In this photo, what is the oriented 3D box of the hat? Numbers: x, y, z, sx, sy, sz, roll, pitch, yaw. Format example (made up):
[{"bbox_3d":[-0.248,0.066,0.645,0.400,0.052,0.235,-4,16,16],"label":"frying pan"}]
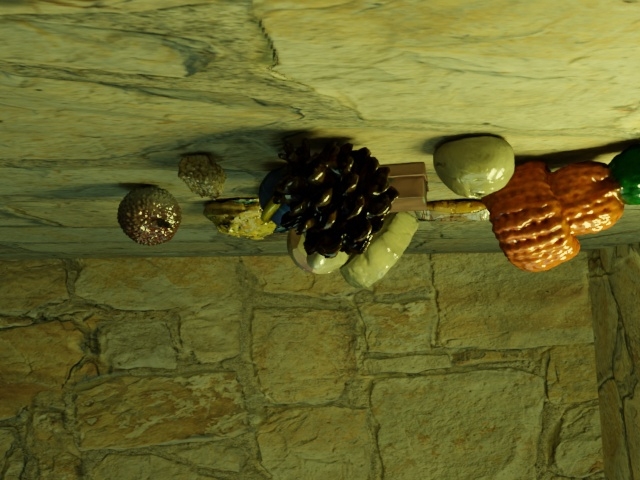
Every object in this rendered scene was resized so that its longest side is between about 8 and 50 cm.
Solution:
[{"bbox_3d":[0.586,-0.115,1.395,0.400,0.285,0.285,-35,159,23],"label":"hat"}]

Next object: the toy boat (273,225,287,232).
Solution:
[{"bbox_3d":[-0.134,-0.058,2.145,0.210,0.070,0.291,-1,179,42],"label":"toy boat"}]

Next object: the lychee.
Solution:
[{"bbox_3d":[-0.449,-0.064,1.587,0.165,0.165,0.197,3,-162,-35],"label":"lychee"}]

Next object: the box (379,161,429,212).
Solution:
[{"bbox_3d":[0.165,-0.126,1.523,0.215,0.086,0.215,-2,172,12],"label":"box"}]

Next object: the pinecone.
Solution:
[{"bbox_3d":[0.017,-0.086,1.225,0.257,0.244,0.243,17,169,-11],"label":"pinecone"}]

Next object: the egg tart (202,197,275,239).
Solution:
[{"bbox_3d":[-0.229,-0.062,1.897,0.290,0.107,0.291,-1,174,0],"label":"egg tart"}]

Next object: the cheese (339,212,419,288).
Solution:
[{"bbox_3d":[0.200,0.024,1.998,0.115,0.318,0.326,44,176,-4],"label":"cheese"}]

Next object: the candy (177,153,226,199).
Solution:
[{"bbox_3d":[-0.258,-0.143,1.322,0.095,0.085,0.110,3,165,18],"label":"candy"}]

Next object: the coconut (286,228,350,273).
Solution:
[{"bbox_3d":[0.002,0.001,1.961,0.227,0.227,0.230,0,176,-12],"label":"coconut"}]

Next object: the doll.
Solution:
[{"bbox_3d":[-0.016,-0.091,1.452,0.242,0.160,0.311,32,-155,11],"label":"doll"}]

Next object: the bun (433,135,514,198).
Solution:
[{"bbox_3d":[0.321,-0.147,1.263,0.166,0.113,0.173,-3,171,16],"label":"bun"}]

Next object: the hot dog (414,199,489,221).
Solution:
[{"bbox_3d":[0.425,-0.095,1.935,0.252,0.069,0.131,0,-177,15],"label":"hot dog"}]
